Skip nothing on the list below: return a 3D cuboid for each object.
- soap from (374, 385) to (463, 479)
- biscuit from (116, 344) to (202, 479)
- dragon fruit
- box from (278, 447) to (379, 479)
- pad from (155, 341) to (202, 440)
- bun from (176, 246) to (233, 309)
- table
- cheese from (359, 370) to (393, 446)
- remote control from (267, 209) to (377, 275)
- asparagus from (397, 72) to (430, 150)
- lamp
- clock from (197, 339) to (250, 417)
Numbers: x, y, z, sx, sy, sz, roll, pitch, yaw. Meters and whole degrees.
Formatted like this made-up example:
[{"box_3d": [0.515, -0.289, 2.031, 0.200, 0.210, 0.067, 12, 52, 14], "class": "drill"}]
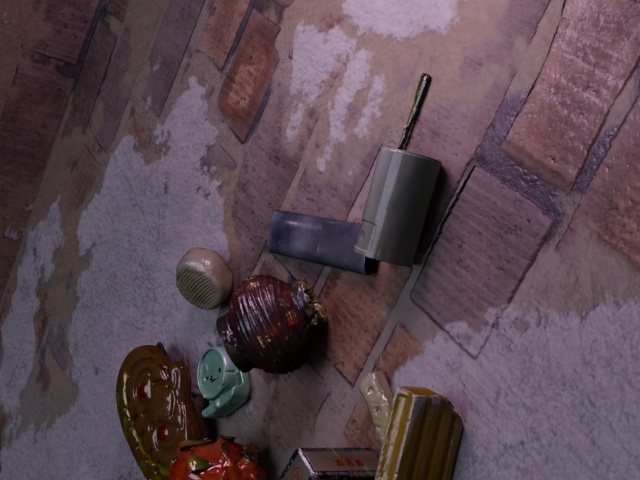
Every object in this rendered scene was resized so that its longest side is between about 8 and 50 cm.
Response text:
[{"box_3d": [0.180, 0.388, 1.610, 0.073, 0.140, 0.232, 16, 95, 52], "class": "soap"}, {"box_3d": [-0.434, 0.457, 2.320, 0.394, 0.070, 0.350, 49, 126, 36], "class": "biscuit"}, {"box_3d": [-0.244, 0.559, 2.053, 0.224, 0.227, 0.224, 163, 90, -76], "class": "dragon fruit"}, {"box_3d": [-0.019, 0.558, 1.777, 0.084, 0.198, 0.310, 51, 121, 45], "class": "box"}, {"box_3d": [-0.420, 0.447, 2.368, 0.375, 0.063, 0.315, 51, 132, 44], "class": "pad"}, {"box_3d": [-0.298, 0.091, 2.296, 0.173, 0.113, 0.167, -4, 120, 40], "class": "bun"}, {"box_3d": [0.154, -0.069, 1.757, 0.126, 0.126, 0.220, 23, 100, 51], "class": "table"}, {"box_3d": [0.131, 0.353, 1.762, 0.065, 0.043, 0.194, -44, 48, 30], "class": "cheese"}, {"box_3d": [0.000, 0.000, 2.001, 0.377, 0.044, 0.107, 11, 95, 52], "class": "remote control"}, {"box_3d": [0.185, -0.238, 1.840, 0.022, 0.023, 0.233, -41, -31, -79], "class": "asparagus"}, {"box_3d": [-0.104, 0.183, 1.952, 0.247, 0.247, 0.247, -15, 71, 49], "class": "lamp"}, {"box_3d": [-0.255, 0.335, 2.231, 0.159, 0.066, 0.211, -42, 51, 37], "class": "clock"}]
